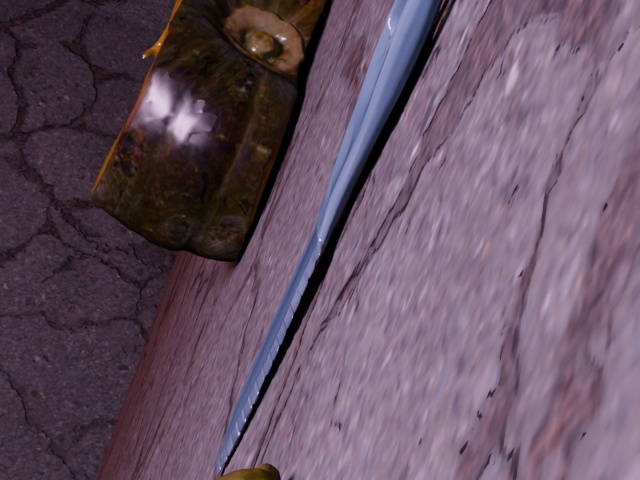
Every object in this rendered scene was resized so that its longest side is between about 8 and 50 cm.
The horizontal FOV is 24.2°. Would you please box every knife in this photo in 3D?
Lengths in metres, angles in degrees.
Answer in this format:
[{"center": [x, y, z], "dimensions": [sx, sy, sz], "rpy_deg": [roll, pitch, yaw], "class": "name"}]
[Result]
[{"center": [0.000, 0.000, 0.671], "dimensions": [0.044, 0.019, 0.313], "rpy_deg": [-81, 12, -51], "class": "knife"}]

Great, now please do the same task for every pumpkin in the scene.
[{"center": [-0.095, -0.110, 1.283], "dimensions": [0.317, 0.139, 0.222], "rpy_deg": [-81, 17, -49], "class": "pumpkin"}]

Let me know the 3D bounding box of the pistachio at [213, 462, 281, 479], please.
[{"center": [-0.043, 0.124, 0.468], "dimensions": [0.173, 0.049, 0.089], "rpy_deg": [-81, 14, -59], "class": "pistachio"}]
